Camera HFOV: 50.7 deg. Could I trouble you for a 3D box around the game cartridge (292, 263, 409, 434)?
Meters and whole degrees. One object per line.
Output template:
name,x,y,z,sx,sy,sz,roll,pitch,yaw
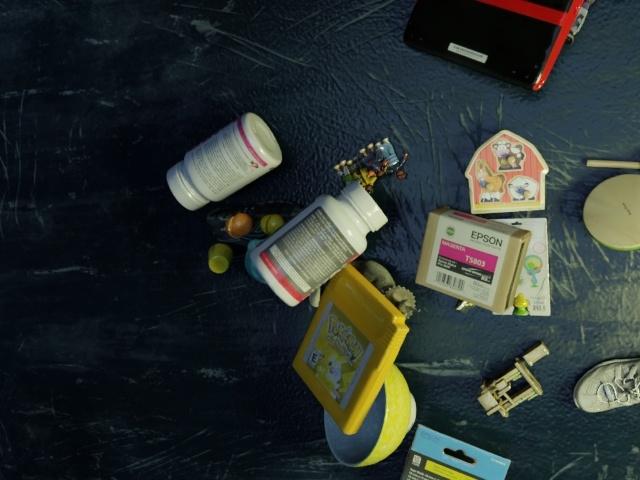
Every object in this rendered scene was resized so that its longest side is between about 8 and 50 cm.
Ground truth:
game cartridge,0.064,0.258,1.663,0.285,0.052,0.324,43,118,47

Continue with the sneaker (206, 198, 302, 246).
sneaker,-0.172,-0.045,1.836,0.267,0.101,0.106,-5,118,15

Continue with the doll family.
doll family,0.133,-0.177,1.723,0.193,0.076,0.111,-32,80,15

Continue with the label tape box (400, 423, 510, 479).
label tape box,0.321,0.643,1.715,0.240,0.106,0.334,18,100,16

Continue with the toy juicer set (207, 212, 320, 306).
toy juicer set,-0.119,0.028,1.790,0.328,0.089,0.209,20,111,-11

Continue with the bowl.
bowl,0.146,0.425,1.710,0.156,0.289,0.290,14,102,-27

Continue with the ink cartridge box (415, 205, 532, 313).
ink cartridge box,0.361,0.043,1.620,0.234,0.088,0.193,19,113,30

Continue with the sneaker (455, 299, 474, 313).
sneaker,0.377,0.149,1.698,0.083,0.031,0.035,-44,111,8

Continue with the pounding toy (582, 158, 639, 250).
pounding toy,0.703,-0.070,1.547,0.182,0.110,0.237,-3,64,29

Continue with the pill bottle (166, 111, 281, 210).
pill bottle,-0.259,-0.204,1.801,0.283,0.160,0.160,-29,85,18

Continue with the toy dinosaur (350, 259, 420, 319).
toy dinosaur,0.138,0.129,1.737,0.160,0.121,0.314,-49,48,16

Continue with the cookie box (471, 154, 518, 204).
cookie box,0.426,-0.148,1.647,0.091,0.040,0.107,15,99,16

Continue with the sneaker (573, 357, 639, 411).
sneaker,0.718,0.324,1.553,0.281,0.115,0.105,-28,86,18

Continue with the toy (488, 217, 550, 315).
toy,0.482,0.062,1.636,0.136,0.056,0.238,-1,98,24

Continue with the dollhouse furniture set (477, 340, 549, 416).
dollhouse furniture set,0.482,0.347,1.608,0.182,0.161,0.101,-39,83,18

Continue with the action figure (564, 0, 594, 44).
action figure,0.611,-0.586,1.521,0.185,0.099,0.285,36,101,17

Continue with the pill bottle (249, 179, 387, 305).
pill bottle,0.000,0.000,1.647,0.318,0.176,0.176,-39,83,3

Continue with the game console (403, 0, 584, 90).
game console,0.407,-0.564,1.563,0.386,0.060,0.342,31,109,31

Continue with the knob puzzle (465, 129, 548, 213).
knob puzzle,0.439,-0.164,1.603,0.213,0.030,0.213,2,96,17
